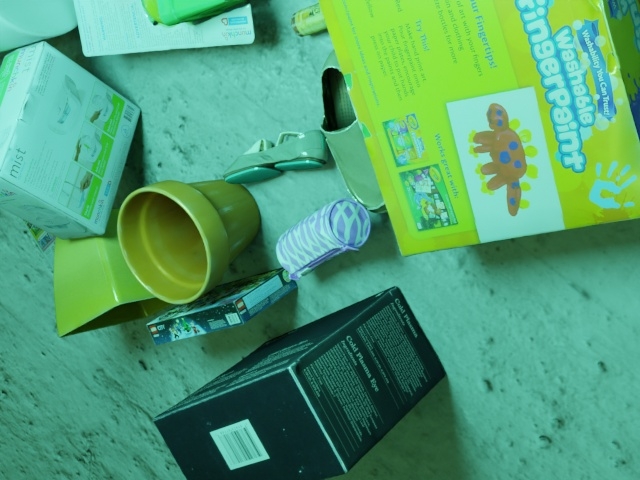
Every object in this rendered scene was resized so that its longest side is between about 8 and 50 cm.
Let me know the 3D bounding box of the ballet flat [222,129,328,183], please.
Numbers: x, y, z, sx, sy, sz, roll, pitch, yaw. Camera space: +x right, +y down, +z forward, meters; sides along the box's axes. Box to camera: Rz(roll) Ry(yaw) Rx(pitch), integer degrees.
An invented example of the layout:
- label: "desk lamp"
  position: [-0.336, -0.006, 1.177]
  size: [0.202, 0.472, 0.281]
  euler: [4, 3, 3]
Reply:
- label: "ballet flat"
  position: [-0.075, -0.141, 1.506]
  size: [0.213, 0.072, 0.068]
  euler: [-8, 77, 37]

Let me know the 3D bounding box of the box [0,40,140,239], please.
- label: "box"
  position: [-0.462, -0.167, 1.581]
  size: [0.127, 0.231, 0.261]
  euler: [-7, 63, 37]

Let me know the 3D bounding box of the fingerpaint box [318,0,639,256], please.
- label: "fingerpaint box"
  position: [0.226, -0.233, 1.178]
  size: [0.371, 0.163, 0.444]
  euler: [-12, 103, 39]

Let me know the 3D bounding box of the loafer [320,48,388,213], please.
- label: "loafer"
  position: [0.049, -0.163, 1.379]
  size: [0.102, 0.092, 0.268]
  euler: [-5, 106, 37]

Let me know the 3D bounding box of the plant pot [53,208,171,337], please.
- label: "plant pot"
  position: [-0.383, 0.049, 1.718]
  size: [0.212, 0.212, 0.187]
  euler: [-27, 80, 40]

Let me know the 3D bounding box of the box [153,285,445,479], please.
- label: "box"
  position: [-0.031, 0.256, 1.477]
  size: [0.343, 0.312, 0.178]
  euler: [-27, 93, 40]

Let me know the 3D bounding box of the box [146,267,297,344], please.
- label: "box"
  position: [-0.176, 0.116, 1.618]
  size: [0.233, 0.159, 0.044]
  euler: [-17, 101, 39]

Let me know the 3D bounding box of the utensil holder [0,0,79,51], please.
- label: "utensil holder"
  position: [-0.629, -0.474, 1.580]
  size: [0.386, 0.328, 0.327]
  euler: [-3, 108, 35]

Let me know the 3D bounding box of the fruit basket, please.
- label: "fruit basket"
  position: [-0.268, -0.462, 1.430]
  size: [0.353, 0.165, 0.326]
  euler: [4, 112, 35]

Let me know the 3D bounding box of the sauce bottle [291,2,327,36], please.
- label: "sauce bottle"
  position: [0.015, -0.341, 1.361]
  size: [0.128, 0.042, 0.042]
  euler: [-12, 102, 36]

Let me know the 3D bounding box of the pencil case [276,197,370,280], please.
- label: "pencil case"
  position: [0.000, 0.000, 1.455]
  size: [0.086, 0.088, 0.206]
  euler: [18, 156, -21]

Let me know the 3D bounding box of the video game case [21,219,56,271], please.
- label: "video game case"
  position: [-0.541, -0.024, 1.889]
  size: [0.212, 0.023, 0.193]
  euler: [-33, 89, 49]

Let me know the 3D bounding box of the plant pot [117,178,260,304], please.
- label: "plant pot"
  position: [-0.209, -0.020, 1.564]
  size: [0.205, 0.188, 0.205]
  euler: [15, 118, 31]
